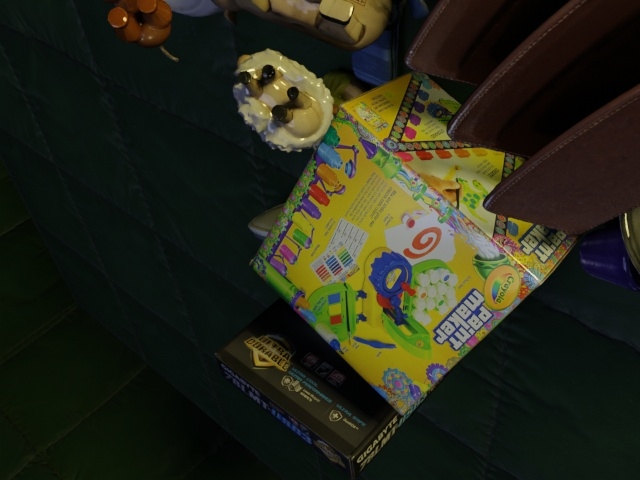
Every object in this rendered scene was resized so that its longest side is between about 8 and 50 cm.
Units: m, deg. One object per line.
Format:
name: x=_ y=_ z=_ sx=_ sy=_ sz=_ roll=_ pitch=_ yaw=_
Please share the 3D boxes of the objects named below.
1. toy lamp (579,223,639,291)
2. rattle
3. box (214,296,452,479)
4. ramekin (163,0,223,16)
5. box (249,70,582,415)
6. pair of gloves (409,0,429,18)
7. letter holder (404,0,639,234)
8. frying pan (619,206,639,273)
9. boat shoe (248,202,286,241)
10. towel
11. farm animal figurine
toy lamp: x=0.382 y=0.017 z=0.686 sx=0.275 sy=0.080 sz=0.080 roll=0 pitch=125 yaw=54
rattle: x=0.002 y=-0.127 z=0.996 sx=0.130 sy=0.142 sz=0.199 roll=30 pitch=144 yaw=-1
box: x=0.036 y=0.179 z=1.141 sx=0.296 sy=0.293 sz=0.073 roll=30 pitch=147 yaw=33
ramekin: x=-0.164 y=-0.412 z=0.896 sx=0.273 sy=0.127 sz=0.272 roll=35 pitch=148 yaw=26
box: x=0.109 y=0.006 z=0.874 sx=0.279 sy=0.177 sz=0.290 roll=44 pitch=133 yaw=11
pair of gloves: x=0.067 y=-0.313 z=0.715 sx=0.198 sy=0.023 sz=0.159 roll=60 pitch=-173 yaw=-20
letter holder: x=0.212 y=-0.139 z=0.555 sx=0.215 sy=0.151 sz=0.302 roll=11 pitch=158 yaw=-19
frying pan: x=0.383 y=0.020 z=0.583 sx=0.197 sy=0.053 sz=0.326 roll=-53 pitch=51 yaw=36
boat shoe: x=0.000 y=0.000 z=1.167 sx=0.320 sy=0.116 sz=0.099 roll=5 pitch=125 yaw=46
towel: x=0.067 y=-0.245 z=0.870 sx=0.067 sy=0.029 sz=0.119 roll=32 pitch=147 yaw=29
farm animal figurine: x=-0.054 y=-0.301 z=0.743 sx=0.327 sy=0.330 sz=0.172 roll=36 pitch=-177 yaw=5
